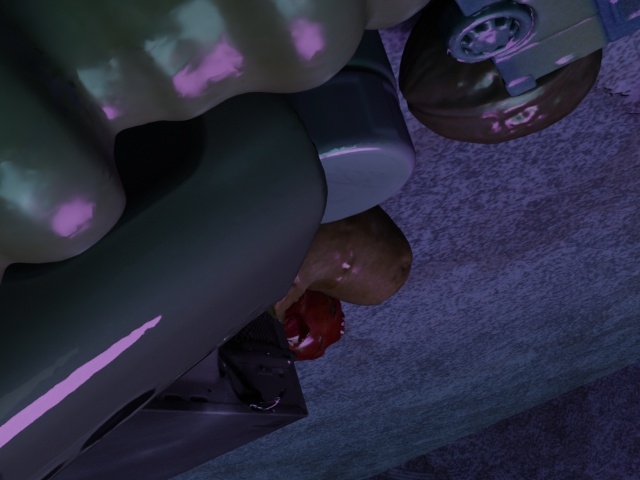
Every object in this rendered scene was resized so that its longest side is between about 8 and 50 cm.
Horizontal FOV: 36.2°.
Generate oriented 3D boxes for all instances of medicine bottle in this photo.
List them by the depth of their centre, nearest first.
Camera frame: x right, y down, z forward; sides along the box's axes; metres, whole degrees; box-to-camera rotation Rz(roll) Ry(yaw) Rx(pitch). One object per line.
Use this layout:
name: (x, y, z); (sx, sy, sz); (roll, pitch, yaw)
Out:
medicine bottle: (-0.010, -0.110, 0.724); (0.135, 0.168, 0.135); (-15, 158, -6)

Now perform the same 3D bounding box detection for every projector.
projector: (-0.176, -0.012, 0.624); (0.249, 0.248, 0.248); (-38, 168, -26)

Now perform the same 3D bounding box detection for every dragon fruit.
dragon fruit: (-0.032, 0.095, 1.278); (0.166, 0.133, 0.136); (7, -170, -43)

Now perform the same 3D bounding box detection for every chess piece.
chess piece: (-0.121, -0.072, 0.411); (0.330, 0.182, 0.182); (-43, 159, -7)

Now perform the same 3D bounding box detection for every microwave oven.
microwave oven: (-0.272, 0.113, 0.983); (0.375, 0.236, 0.432); (-28, 156, 26)

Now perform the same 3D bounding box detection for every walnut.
walnut: (0.145, -0.148, 0.794); (0.162, 0.140, 0.140); (-14, 161, 22)

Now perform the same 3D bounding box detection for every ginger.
ginger: (0.000, 0.000, 1.025); (0.267, 0.138, 0.152); (2, 109, -45)

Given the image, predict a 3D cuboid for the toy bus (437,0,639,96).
toy bus: (0.124, -0.225, 0.568); (0.190, 0.151, 0.312); (-23, 157, 17)
